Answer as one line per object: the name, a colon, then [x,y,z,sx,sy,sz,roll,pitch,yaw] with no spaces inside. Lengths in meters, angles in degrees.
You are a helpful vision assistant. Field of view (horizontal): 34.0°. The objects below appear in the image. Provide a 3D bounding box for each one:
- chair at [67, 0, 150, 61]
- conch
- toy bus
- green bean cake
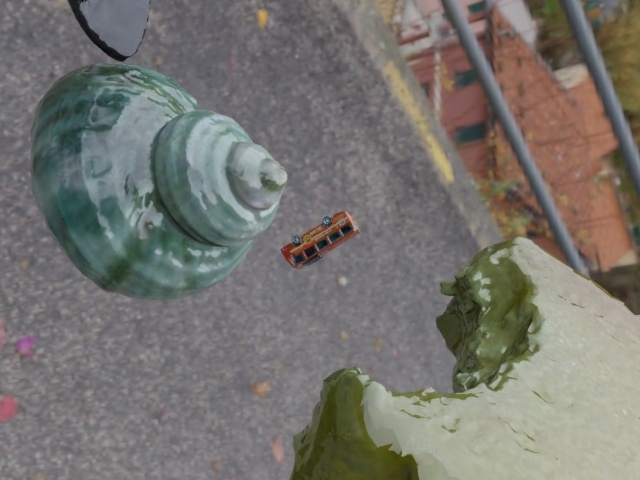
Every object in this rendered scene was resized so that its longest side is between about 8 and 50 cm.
chair: [-0.246,-0.246,0.841,0.221,0.145,0.140,57,27,-54]
conch: [-0.145,-0.054,0.942,0.195,0.277,0.220,49,58,-44]
toy bus: [0.000,0.000,1.453,0.043,0.110,0.031,61,12,15]
green bean cake: [0.117,0.131,0.579,0.233,0.124,0.236,42,38,13]
